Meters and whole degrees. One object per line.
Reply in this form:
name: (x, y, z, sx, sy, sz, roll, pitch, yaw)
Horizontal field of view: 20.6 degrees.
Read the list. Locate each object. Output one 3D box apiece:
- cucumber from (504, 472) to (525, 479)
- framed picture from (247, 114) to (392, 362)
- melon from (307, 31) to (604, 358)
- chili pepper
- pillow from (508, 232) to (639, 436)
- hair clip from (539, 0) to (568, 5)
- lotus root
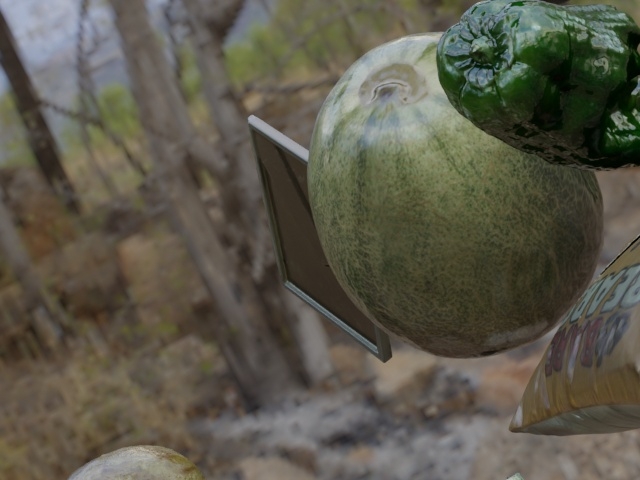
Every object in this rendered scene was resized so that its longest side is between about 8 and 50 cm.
cucumber: (0.222, 0.313, 1.932, 0.067, 0.107, 0.035, -29, -34, -14)
framed picture: (0.000, 0.000, 2.178, 0.016, 0.289, 0.213, -35, 47, -24)
melon: (0.114, -0.036, 1.518, 0.249, 0.248, 0.329, -27, -42, 8)
chili pepper: (0.172, -0.087, 1.045, 0.253, 0.083, 0.099, 1, -61, -44)
pillow: (0.274, 0.022, 1.135, 0.312, 0.119, 0.310, -39, 2, -14)
hair clip: (0.196, -0.220, 1.964, 0.229, 0.070, 0.039, -49, -30, -21)
lotus root: (-0.202, 0.277, 1.826, 0.138, 0.138, 0.214, -26, -18, 35)
